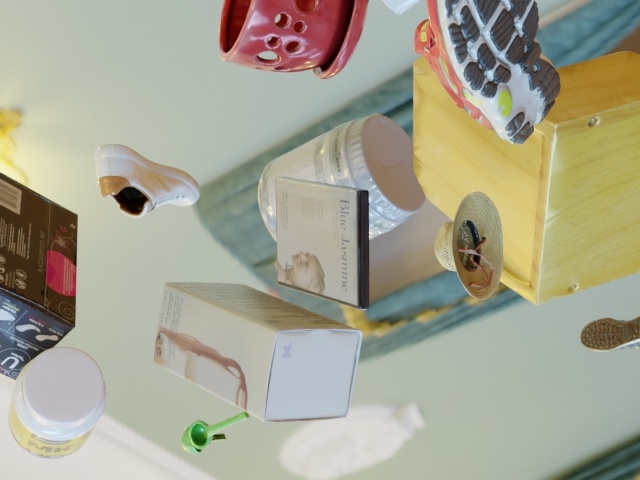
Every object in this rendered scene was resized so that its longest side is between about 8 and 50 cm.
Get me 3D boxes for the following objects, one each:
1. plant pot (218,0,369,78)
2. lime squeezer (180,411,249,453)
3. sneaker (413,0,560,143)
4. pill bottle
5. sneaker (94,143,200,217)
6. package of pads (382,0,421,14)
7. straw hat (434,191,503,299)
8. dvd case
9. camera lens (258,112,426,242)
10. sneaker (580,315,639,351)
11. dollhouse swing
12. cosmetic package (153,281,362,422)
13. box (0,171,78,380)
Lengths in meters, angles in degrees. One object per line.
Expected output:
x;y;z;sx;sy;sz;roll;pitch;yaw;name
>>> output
-0.038;-0.325;1.800;0.174;0.191;0.191;13;-145;-21;plant pot
-0.218;0.387;2.513;0.310;0.109;0.059;127;144;-68;lime squeezer
0.130;-0.180;1.161;0.118;0.107;0.279;30;167;30;sneaker
-0.343;0.211;1.655;0.119;0.119;0.208;65;158;12;pill bottle
-0.342;-0.089;2.495;0.290;0.105;0.123;22;-121;-55;sneaker
0.110;-0.496;1.808;0.296;0.229;0.101;49;-151;-19;package of pads
0.186;0.008;1.691;0.144;0.061;0.145;3;-94;-52;straw hat
0.000;0.000;1.973;0.253;0.022;0.181;13;106;58;dvd case
0.036;-0.095;2.410;0.219;0.274;0.219;30;-132;-40;camera lens
0.572;0.176;2.306;0.086;0.192;0.064;23;-117;-34;sneaker
0.341;-0.142;1.909;0.305;0.315;0.347;-119;18;-44;dollhouse swing
-0.095;0.151;1.790;0.153;0.129;0.296;4;-172;-36;cosmetic package
-0.451;0.047;1.799;0.163;0.142;0.247;31;-151;-31;box
